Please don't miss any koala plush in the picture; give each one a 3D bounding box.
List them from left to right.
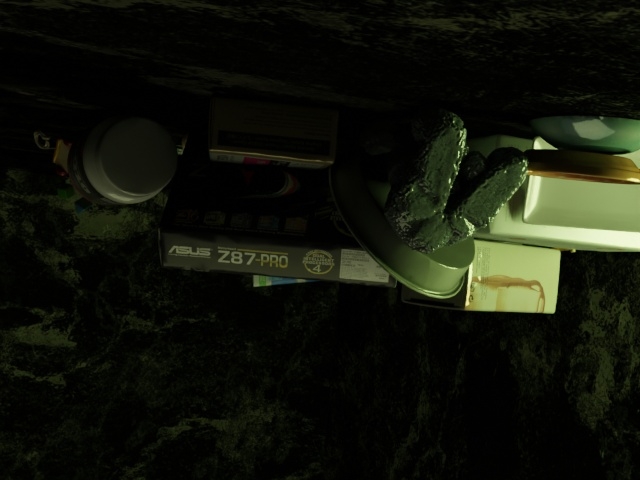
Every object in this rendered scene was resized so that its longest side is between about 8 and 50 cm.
[{"bbox_3d":[0.157,-0.108,1.562,0.196,0.203,0.221,24,-164,-29],"label":"koala plush"}]

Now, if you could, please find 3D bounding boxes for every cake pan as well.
[{"bbox_3d":[0.139,-0.042,1.654,0.293,0.293,0.054,6,139,-49],"label":"cake pan"}]

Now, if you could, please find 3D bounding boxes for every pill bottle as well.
[{"bbox_3d":[-0.361,-0.145,1.889,0.161,0.161,0.283,5,178,-22],"label":"pill bottle"}]

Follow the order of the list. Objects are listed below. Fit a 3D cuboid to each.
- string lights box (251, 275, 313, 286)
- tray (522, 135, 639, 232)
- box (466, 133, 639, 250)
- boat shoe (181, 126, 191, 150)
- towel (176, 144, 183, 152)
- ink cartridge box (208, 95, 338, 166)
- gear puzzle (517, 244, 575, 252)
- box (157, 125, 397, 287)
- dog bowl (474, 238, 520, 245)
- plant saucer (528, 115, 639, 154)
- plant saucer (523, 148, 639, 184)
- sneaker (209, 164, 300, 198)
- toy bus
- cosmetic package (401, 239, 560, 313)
[{"bbox_3d":[0.000,0.000,1.898,0.259,0.133,0.077,-5,-147,-6],"label":"string lights box"},{"bbox_3d":[0.466,-0.089,1.696,0.270,0.145,0.030,5,-169,-5],"label":"tray"},{"bbox_3d":[0.388,-0.078,1.843,0.345,0.168,0.215,6,178,-26],"label":"box"},{"bbox_3d":[-0.213,-0.178,2.011,0.059,0.063,0.170,11,179,15],"label":"boat shoe"},{"bbox_3d":[-0.270,-0.196,2.357,0.152,0.023,0.113,5,178,-4],"label":"towel"},{"bbox_3d":[-0.080,-0.163,1.647,0.193,0.088,0.234,4,180,-5],"label":"ink cartridge box"},{"bbox_3d":[0.398,0.022,2.176,0.338,0.044,0.175,-9,173,11],"label":"gear puzzle"},{"bbox_3d":[-0.055,-0.065,1.792,0.394,0.097,0.318,5,-143,3],"label":"box"},{"bbox_3d":[0.295,-0.058,2.200,0.407,0.150,0.408,-5,175,0],"label":"dog bowl"},{"bbox_3d":[0.402,-0.150,1.520,0.194,0.037,0.195,4,178,0],"label":"plant saucer"},{"bbox_3d":[0.388,-0.112,1.570,0.199,0.037,0.200,6,-177,0],"label":"plant saucer"},{"bbox_3d":[-0.106,-0.091,1.708,0.161,0.057,0.075,2,173,33],"label":"sneaker"},{"bbox_3d":[-0.493,-0.173,2.260,0.191,0.202,0.104,-4,-156,35],"label":"toy bus"},{"bbox_3d":[0.301,0.065,1.927,0.296,0.129,0.153,5,179,-44],"label":"cosmetic package"}]
